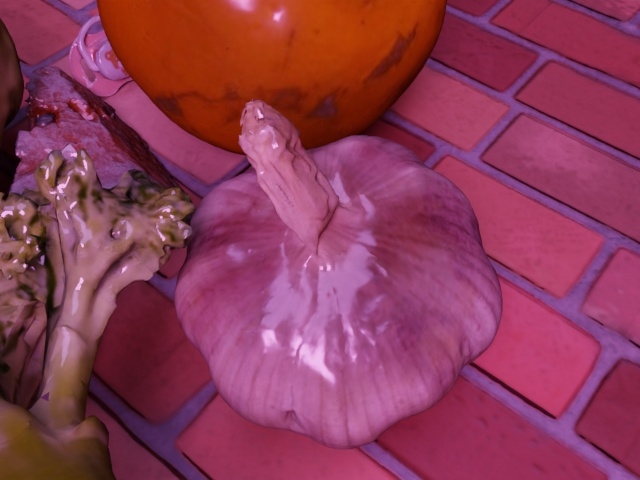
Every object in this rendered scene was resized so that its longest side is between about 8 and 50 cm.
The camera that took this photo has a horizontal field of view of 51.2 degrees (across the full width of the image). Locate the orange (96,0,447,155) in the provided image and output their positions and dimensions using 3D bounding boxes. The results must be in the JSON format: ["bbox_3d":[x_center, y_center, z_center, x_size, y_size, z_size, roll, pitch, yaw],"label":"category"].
[{"bbox_3d":[-0.042,-0.227,0.604,0.313,0.312,0.312,0,54,0],"label":"orange"}]

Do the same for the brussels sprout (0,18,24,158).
[{"bbox_3d":[-0.400,-0.109,0.544,0.328,0.247,0.327,-5,79,30],"label":"brussels sprout"}]

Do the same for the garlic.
[{"bbox_3d":[0.000,0.000,0.469,0.245,0.253,0.244,-6,53,8],"label":"garlic"}]

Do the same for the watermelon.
[{"bbox_3d":[-0.222,-0.080,0.636,0.154,0.094,0.241,-18,53,-21],"label":"watermelon"}]

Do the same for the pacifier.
[{"bbox_3d":[-0.234,-0.207,0.735,0.099,0.081,0.078,-34,32,-22],"label":"pacifier"}]

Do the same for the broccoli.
[{"bbox_3d":[-0.210,0.148,0.332,0.353,0.275,0.397,-51,47,18],"label":"broccoli"}]
